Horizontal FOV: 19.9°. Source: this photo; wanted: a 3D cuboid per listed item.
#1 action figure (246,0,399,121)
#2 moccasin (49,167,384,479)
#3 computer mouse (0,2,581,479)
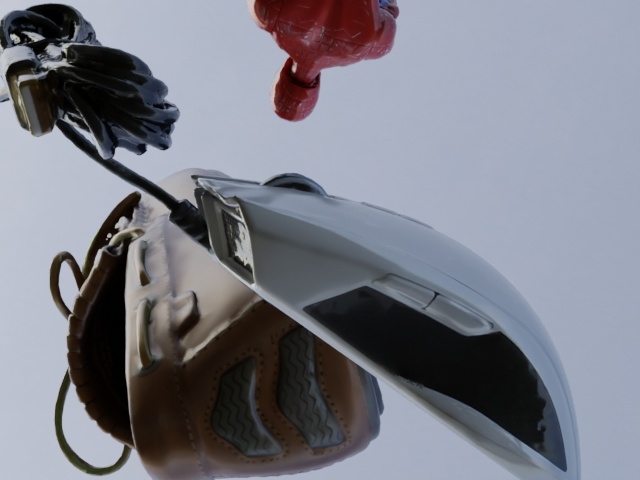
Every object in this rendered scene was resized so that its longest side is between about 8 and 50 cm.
[{"bbox_3d":[0.022,-0.201,0.958,0.091,0.139,0.280,16,-74,-11],"label":"action figure"},{"bbox_3d":[-0.081,0.052,0.974,0.147,0.380,0.139,-18,-71,-10],"label":"moccasin"},{"bbox_3d":[0.000,0.000,0.473,0.193,0.106,0.042,36,-93,-17],"label":"computer mouse"}]
